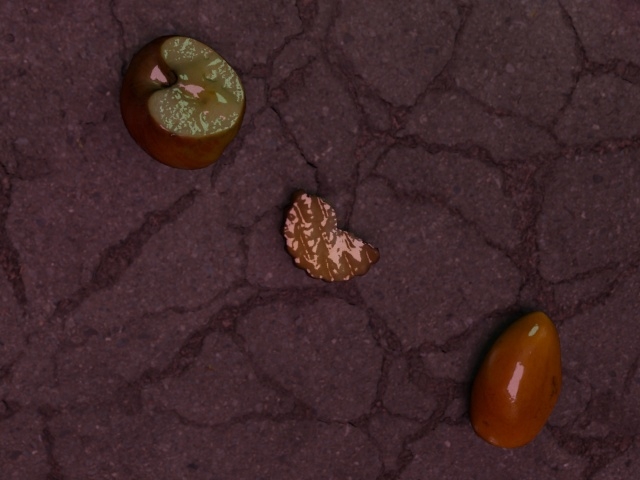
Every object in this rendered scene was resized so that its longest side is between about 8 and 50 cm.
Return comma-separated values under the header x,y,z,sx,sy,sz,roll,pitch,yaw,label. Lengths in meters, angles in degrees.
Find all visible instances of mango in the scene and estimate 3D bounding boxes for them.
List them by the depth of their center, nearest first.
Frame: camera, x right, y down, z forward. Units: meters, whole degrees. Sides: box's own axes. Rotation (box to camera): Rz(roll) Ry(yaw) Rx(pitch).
x,y,z,sx,sy,sz,roll,pitch,yaw,label
0.345,0.241,2.032,0.153,0.126,0.252,12,104,-27,mango

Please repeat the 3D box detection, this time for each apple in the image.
x,y,z,sx,sy,sz,roll,pitch,yaw,label
-0.212,-0.203,1.746,0.173,0.160,0.195,21,61,-33,apple

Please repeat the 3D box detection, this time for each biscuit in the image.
x,y,z,sx,sy,sz,roll,pitch,yaw,label
0.000,0.000,1.914,0.118,0.061,0.183,-44,109,6,biscuit
